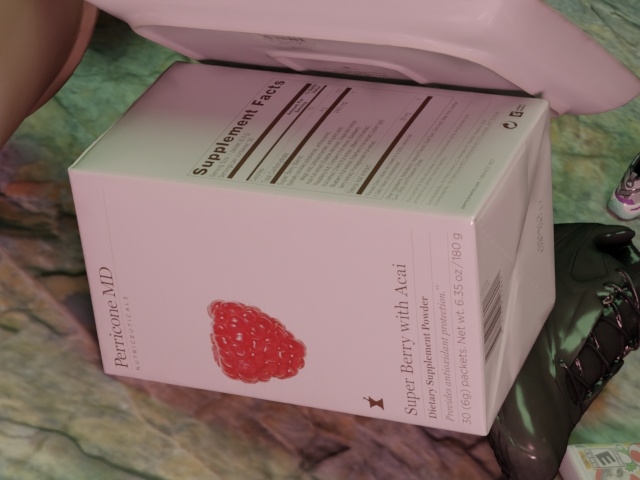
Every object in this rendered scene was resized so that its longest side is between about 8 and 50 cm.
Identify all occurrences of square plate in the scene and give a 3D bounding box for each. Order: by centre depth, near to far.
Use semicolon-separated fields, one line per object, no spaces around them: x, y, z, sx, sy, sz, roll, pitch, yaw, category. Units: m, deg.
0.024;-0.141;1.394;0.347;0.049;0.344;8;-3;24;square plate

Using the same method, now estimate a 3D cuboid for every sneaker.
0.183;0.070;1.473;0.130;0.109;0.286;-9;36;18;sneaker
0.301;-0.062;1.754;0.038;0.069;0.098;36;40;18;sneaker

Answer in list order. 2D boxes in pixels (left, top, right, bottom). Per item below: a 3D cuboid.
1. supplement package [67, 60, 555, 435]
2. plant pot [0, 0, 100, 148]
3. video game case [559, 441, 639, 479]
0.000;0.000;1.375;0.293;0.177;0.175;7;33;22;supplement package
-0.318;-0.149;1.354;0.323;0.323;0.280;14;36;-9;plant pot
0.305;0.235;1.431;0.206;0.026;0.227;1;42;-25;video game case
